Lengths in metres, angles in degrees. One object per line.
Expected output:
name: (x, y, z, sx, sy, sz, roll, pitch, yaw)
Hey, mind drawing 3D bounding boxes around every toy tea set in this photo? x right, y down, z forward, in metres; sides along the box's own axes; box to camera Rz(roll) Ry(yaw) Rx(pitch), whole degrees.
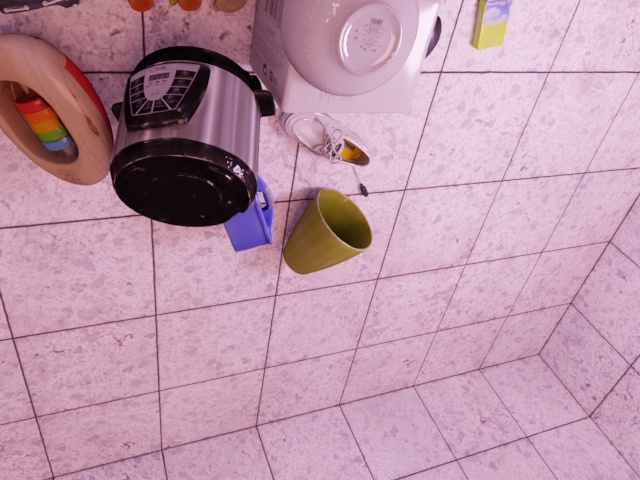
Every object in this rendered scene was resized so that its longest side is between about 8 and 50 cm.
toy tea set: (-0.340, -0.683, 1.381, 0.335, 0.124, 0.200, -12, 163, -22)

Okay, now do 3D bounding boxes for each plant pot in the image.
plant pot: (0.000, 0.000, 2.075, 0.274, 0.275, 0.293, 19, 134, -38)

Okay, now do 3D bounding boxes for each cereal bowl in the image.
cereal bowl: (0.085, -0.484, 1.265, 0.338, 0.141, 0.339, -14, 132, -15)

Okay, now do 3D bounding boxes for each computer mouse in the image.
computer mouse: (0.293, -0.592, 1.719, 0.188, 0.072, 0.272, -2, 157, -21)

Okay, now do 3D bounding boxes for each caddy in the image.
caddy: (-0.245, -0.124, 1.824, 0.179, 0.241, 0.341, -17, 136, -4)

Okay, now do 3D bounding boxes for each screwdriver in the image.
screwdriver: (0.148, -0.226, 2.093, 0.025, 0.024, 0.170, -54, 137, -17)

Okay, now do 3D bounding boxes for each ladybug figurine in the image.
ladybug figurine: (-0.685, -0.334, 1.413, 0.304, 0.162, 0.449, 5, 139, 16)

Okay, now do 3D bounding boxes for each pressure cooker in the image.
pressure cooker: (-0.343, -0.289, 1.435, 0.369, 0.421, 0.375, 19, 147, -32)

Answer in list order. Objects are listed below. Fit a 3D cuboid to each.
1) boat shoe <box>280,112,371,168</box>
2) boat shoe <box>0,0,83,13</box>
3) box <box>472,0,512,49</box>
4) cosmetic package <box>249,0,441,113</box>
boat shoe: (0.034, -0.324, 1.844, 0.367, 0.156, 0.136, 22, 117, -40)
boat shoe: (-0.616, -0.598, 1.294, 0.302, 0.114, 0.091, -7, 132, -7)
box: (0.576, -0.738, 1.834, 0.108, 0.042, 0.178, -16, 134, -15)
cosmetic package: (0.049, -0.566, 1.506, 0.393, 0.329, 0.328, -5, 130, -23)
